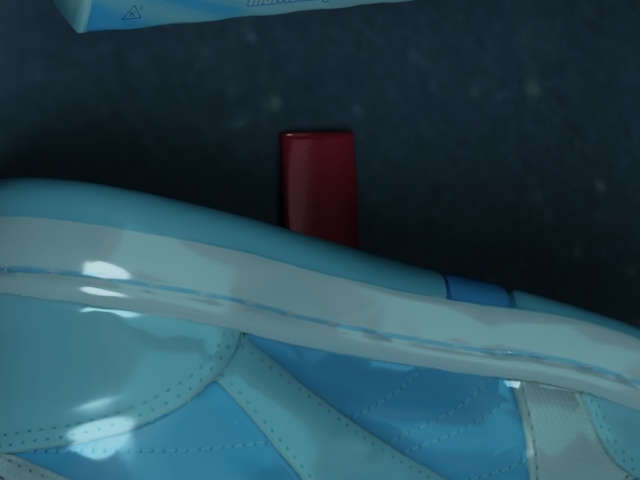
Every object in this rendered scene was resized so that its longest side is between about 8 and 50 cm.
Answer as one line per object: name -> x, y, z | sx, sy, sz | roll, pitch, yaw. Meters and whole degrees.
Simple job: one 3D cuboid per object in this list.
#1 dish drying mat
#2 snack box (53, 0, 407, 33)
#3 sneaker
dish drying mat -> 0.000, 0.000, 0.693 | 0.032, 0.008, 0.083 | -2, 91, -29
snack box -> 0.061, -0.179, 0.647 | 0.322, 0.060, 0.187 | -10, 134, -30
sneaker -> 0.011, 0.113, 0.626 | 0.319, 0.127, 0.208 | 15, 81, -17
